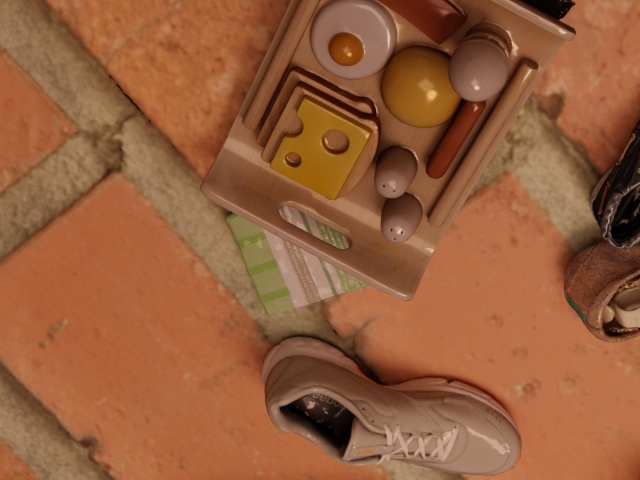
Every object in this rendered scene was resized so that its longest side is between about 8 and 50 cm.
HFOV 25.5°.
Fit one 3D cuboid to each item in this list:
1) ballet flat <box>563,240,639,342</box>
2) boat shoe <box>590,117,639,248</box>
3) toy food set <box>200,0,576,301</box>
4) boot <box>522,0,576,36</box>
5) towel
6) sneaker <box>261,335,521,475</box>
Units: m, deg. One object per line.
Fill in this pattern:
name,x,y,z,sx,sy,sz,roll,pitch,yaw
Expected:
ballet flat,0.379,0.028,1.267,0.316,0.106,0.107,-18,120,11
boat shoe,0.303,-0.076,1.245,0.065,0.083,0.183,26,111,-6
toy food set,0.048,-0.108,1.200,0.220,0.092,0.306,28,123,-2
boot,0.167,-0.309,1.159,0.207,0.094,0.246,30,110,-9
towel,0.000,0.000,1.332,0.152,0.023,0.113,-17,107,12
sneaker,0.064,0.183,1.342,0.262,0.121,0.099,16,112,-3
